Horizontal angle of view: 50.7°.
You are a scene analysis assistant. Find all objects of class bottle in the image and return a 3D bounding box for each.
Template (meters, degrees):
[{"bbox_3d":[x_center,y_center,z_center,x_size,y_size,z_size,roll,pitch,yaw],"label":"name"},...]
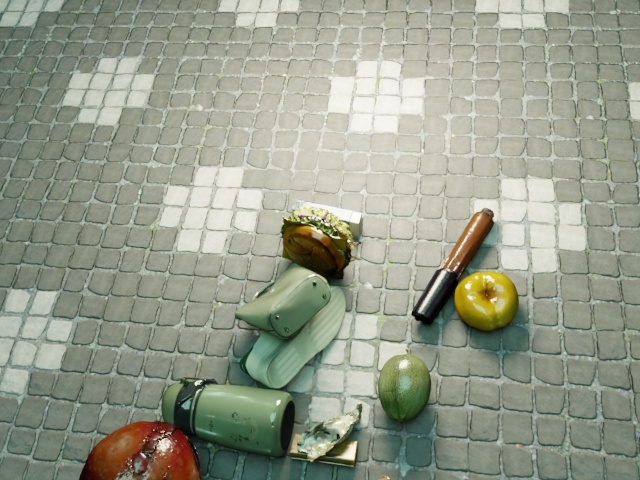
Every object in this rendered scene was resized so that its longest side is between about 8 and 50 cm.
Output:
[{"bbox_3d":[-0.248,0.454,1.765,0.347,0.168,0.168,7,61,14],"label":"bottle"}]

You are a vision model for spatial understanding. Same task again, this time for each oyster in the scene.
[{"bbox_3d":[0.034,0.501,1.740,0.200,0.061,0.106,-17,48,-12],"label":"oyster"}]

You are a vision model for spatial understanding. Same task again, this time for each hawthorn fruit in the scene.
[{"bbox_3d":[-0.445,0.593,1.640,0.316,0.316,0.315,-3,60,5],"label":"hawthorn fruit"}]

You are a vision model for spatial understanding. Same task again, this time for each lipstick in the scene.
[{"bbox_3d":[0.393,0.068,1.960,0.077,0.077,0.418,28,65,21],"label":"lipstick"}]

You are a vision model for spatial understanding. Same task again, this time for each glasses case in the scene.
[{"bbox_3d":[0.010,0.545,1.745,0.170,0.041,0.064,5,35,9],"label":"glasses case"}]

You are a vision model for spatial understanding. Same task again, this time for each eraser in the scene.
[{"bbox_3d":[0.023,-0.068,2.077,0.213,0.092,0.046,13,61,12],"label":"eraser"}]

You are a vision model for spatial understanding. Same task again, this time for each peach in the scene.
[{"bbox_3d":[0.464,0.168,1.877,0.179,0.103,0.179,-5,55,7],"label":"peach"}]

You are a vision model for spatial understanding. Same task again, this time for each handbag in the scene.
[{"bbox_3d":[-0.121,0.150,1.875,0.241,0.109,0.315,-39,25,-17],"label":"handbag"}]

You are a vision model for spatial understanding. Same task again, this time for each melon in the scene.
[{"bbox_3d":[0.220,0.375,1.765,0.139,0.139,0.192,5,63,10],"label":"melon"}]

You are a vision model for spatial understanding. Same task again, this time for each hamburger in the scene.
[{"bbox_3d":[0.000,0.000,1.959,0.262,0.243,0.138,28,57,12],"label":"hamburger"}]

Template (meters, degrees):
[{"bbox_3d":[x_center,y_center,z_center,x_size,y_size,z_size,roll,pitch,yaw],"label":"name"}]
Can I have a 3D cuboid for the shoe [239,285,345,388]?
[{"bbox_3d":[-0.080,0.259,1.893,0.160,0.131,0.363,5,41,45],"label":"shoe"}]

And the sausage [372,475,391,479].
[{"bbox_3d":[0.181,0.707,1.607,0.086,0.086,0.289,-19,58,-4],"label":"sausage"}]
